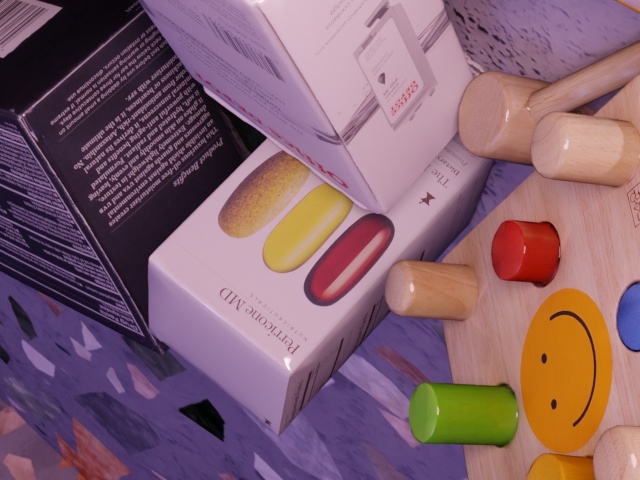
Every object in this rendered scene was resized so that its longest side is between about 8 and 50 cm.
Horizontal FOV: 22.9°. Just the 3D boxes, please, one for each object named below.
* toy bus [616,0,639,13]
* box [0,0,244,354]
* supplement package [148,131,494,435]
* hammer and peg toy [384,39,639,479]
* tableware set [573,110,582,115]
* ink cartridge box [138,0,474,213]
[{"bbox_3d":[0.200,-0.169,0.764,0.332,0.108,0.130,33,156,22],"label":"toy bus"},{"bbox_3d":[-0.235,-0.090,1.473,0.296,0.183,0.294,22,147,42],"label":"box"},{"bbox_3d":[0.000,0.000,1.182,0.139,0.244,0.134,37,156,12],"label":"supplement package"},{"bbox_3d":[0.144,0.022,0.921,0.127,0.361,0.266,6,152,-24],"label":"hammer and peg toy"},{"bbox_3d":[0.177,0.004,1.071,0.169,0.020,0.141,101,156,-47],"label":"tableware set"},{"bbox_3d":[-0.031,-0.164,1.018,0.207,0.117,0.283,37,172,28],"label":"ink cartridge box"}]
